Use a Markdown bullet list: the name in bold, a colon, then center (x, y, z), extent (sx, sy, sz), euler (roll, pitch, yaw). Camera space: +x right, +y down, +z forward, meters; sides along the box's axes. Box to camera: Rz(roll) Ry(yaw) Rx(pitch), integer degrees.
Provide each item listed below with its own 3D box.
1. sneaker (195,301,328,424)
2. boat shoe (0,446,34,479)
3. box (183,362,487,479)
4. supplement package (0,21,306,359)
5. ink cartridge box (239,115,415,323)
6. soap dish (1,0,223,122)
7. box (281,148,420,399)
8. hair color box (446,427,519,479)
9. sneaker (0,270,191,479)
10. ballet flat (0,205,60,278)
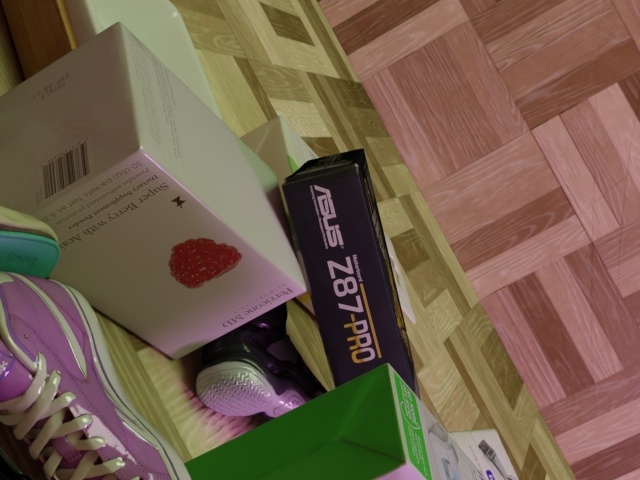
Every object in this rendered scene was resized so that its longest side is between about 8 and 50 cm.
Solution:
- **sneaker**: center (-0.046, 0.140, 1.342), extent (0.268, 0.101, 0.153), euler (35, 44, -52)
- **boat shoe**: center (-0.225, 0.189, 0.840), extent (0.142, 0.040, 0.049), euler (54, 17, -25)
- **box**: center (0.014, 0.269, 1.054), extent (0.231, 0.262, 0.127), euler (52, 18, -34)
- **supplement package**: center (-0.172, -0.038, 1.160), extent (0.293, 0.177, 0.175), euler (42, 24, -48)
- **ink cartridge box**: center (0.000, 0.000, 1.762), extent (0.353, 0.119, 0.207), euler (45, 22, -43)
- **soap dish**: center (-0.248, -0.221, 1.357), extent (0.291, 0.118, 0.229), euler (31, 34, -63)
- **box**: center (0.044, 0.056, 1.401), extent (0.395, 0.097, 0.318), euler (-66, 144, -83)
- **hair color box**: center (0.127, 0.339, 1.417), extent (0.339, 0.110, 0.185), euler (7, 53, -48)
- **sneaker**: center (-0.204, 0.144, 0.875), extent (0.282, 0.102, 0.161), euler (55, 8, 20)
- **ballet flat**: center (-0.304, -0.013, 0.906), extent (0.086, 0.086, 0.248), euler (67, 15, 20)
